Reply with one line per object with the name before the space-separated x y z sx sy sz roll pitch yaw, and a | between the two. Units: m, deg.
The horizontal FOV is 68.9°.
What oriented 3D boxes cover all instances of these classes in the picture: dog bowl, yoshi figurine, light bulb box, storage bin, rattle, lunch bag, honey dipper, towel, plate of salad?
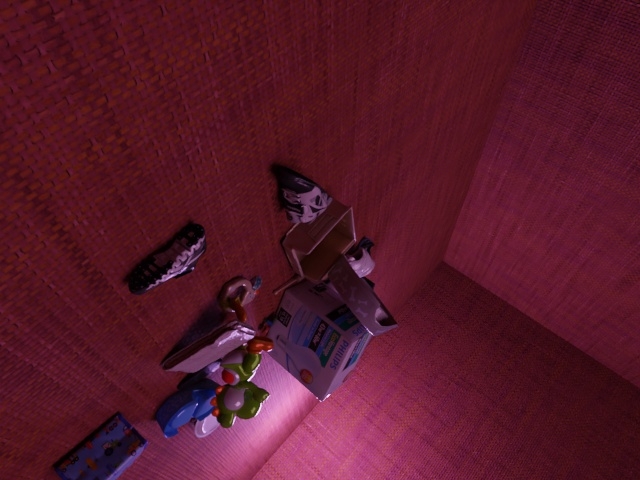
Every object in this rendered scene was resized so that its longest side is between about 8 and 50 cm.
dog bowl | -0.483 0.615 1.741 0.297 0.074 0.165 -7 128 -59
yoshi figurine | -0.278 0.524 1.760 0.203 0.203 0.361 -38 146 -89
light bulb box | -0.008 0.413 2.002 0.225 0.361 0.357 -21 140 -53
storage bin | 0.000 0.000 1.752 0.260 0.123 0.262 -48 157 -16
rattle | -0.229 0.192 1.567 0.200 0.143 0.130 5 94 -54
dog bowl | 0.158 0.220 1.810 0.102 0.348 0.349 -38 157 4
lunch bag | -0.666 0.710 1.479 0.221 0.138 0.293 -42 163 -33
honey dipper | -0.128 0.174 1.871 0.161 0.030 0.030 -29 147 -39
towel | -0.359 0.358 1.545 0.282 0.049 0.187 -32 156 3
plate of salad | -0.465 0.744 1.986 0.200 0.048 0.199 -41 144 -39

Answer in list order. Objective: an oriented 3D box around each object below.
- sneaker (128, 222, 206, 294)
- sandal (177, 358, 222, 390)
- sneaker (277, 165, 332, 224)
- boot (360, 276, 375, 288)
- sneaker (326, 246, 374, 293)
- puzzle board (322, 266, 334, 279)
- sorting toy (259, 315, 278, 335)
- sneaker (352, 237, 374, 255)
sneaker | -0.374 0.065 1.184 0.234 0.078 0.106 -46 153 -24
sandal | -0.440 0.473 1.684 0.179 0.040 0.067 -33 147 -12
sneaker | -0.063 -0.123 1.463 0.146 0.123 0.330 -57 157 1
boot | 0.093 0.417 2.509 0.367 0.146 0.445 -50 177 41
sneaker | 0.112 0.149 2.207 0.305 0.114 0.152 -40 125 -15
puzzle board | 0.053 0.129 2.173 0.128 0.011 0.096 -58 158 11
sorting toy | -0.219 0.341 1.921 0.102 0.042 0.061 -54 176 -32
sneaker | 0.205 0.078 2.306 0.067 0.078 0.188 -8 130 -60
